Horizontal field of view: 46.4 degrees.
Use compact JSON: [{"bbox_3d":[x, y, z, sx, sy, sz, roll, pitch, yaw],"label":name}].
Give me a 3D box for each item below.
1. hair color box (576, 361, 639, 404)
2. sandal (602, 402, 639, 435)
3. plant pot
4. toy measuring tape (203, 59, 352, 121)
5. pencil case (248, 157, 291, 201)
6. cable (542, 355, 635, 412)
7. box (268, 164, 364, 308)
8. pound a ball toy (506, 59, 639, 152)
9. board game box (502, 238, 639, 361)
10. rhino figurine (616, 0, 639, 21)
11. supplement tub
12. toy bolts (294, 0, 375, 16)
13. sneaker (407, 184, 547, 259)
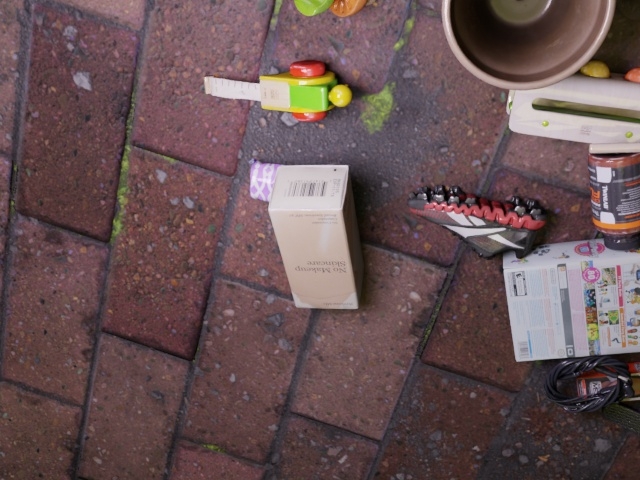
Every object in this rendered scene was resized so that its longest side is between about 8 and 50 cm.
[{"bbox_3d":[0.631,0.311,1.620,0.141,0.043,0.072,-10,111,15],"label":"hair color box"},{"bbox_3d":[0.716,0.403,1.652,0.179,0.040,0.067,26,111,15],"label":"sandal"},{"bbox_3d":[0.339,-0.403,1.255,0.263,0.229,0.263,4,114,9],"label":"plant pot"},{"bbox_3d":[-0.075,-0.301,1.474,0.330,0.121,0.121,12,118,31],"label":"toy measuring tape"},{"bbox_3d":[-0.047,-0.115,1.539,0.206,0.088,0.086,9,112,8],"label":"pencil case"},{"bbox_3d":[0.555,0.302,1.563,0.185,0.047,0.150,-14,129,26],"label":"cable"},{"bbox_3d":[0.000,0.000,1.498,0.148,0.121,0.311,-1,139,12],"label":"box"},{"bbox_3d":[0.500,-0.238,1.309,0.319,0.208,0.135,9,115,8],"label":"pound a ball toy"},{"bbox_3d":[0.539,0.118,1.524,0.303,0.097,0.224,-6,113,15],"label":"board game box"},{"bbox_3d":[0.564,-0.419,1.265,0.243,0.073,0.106,32,129,19],"label":"rhino figurine"},{"bbox_3d":[0.571,-0.082,1.422,0.106,0.106,0.197,-7,111,14],"label":"supplement tub"},{"bbox_3d":[0.026,-0.540,1.338,0.218,0.158,0.228,48,134,33],"label":"toy bolts"},{"bbox_3d":[0.306,-0.031,1.500,0.276,0.097,0.135,11,113,5],"label":"sneaker"}]
